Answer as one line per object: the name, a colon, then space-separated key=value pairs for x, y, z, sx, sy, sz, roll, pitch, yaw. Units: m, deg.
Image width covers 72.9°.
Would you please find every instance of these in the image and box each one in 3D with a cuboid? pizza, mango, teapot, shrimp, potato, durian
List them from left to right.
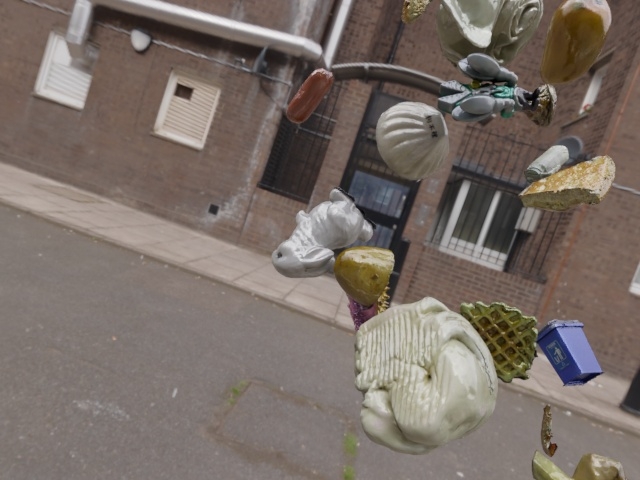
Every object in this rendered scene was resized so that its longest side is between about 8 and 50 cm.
potato: x=0.120 y=0.100 z=1.412 sx=0.158 sy=0.203 sz=0.178 roll=19 pitch=34 yaw=-17
durian: x=0.189 y=0.223 z=1.540 sx=0.112 sy=0.340 sz=0.191 roll=12 pitch=-35 yaw=-35
shrimp: x=0.589 y=0.489 z=1.115 sx=0.025 sy=0.126 sz=0.091 roll=2 pitch=-5 yaw=12
teapot: x=0.916 y=-0.300 z=1.730 sx=0.107 sy=0.201 sz=0.077 roll=20 pitch=-39 yaw=56
mango: x=0.896 y=-0.704 z=1.542 sx=0.173 sy=0.317 sz=0.211 roll=-12 pitch=45 yaw=-16
pizza: x=0.604 y=-0.124 z=1.029 sx=0.188 sy=0.204 sz=0.080 roll=-5 pitch=-63 yaw=56

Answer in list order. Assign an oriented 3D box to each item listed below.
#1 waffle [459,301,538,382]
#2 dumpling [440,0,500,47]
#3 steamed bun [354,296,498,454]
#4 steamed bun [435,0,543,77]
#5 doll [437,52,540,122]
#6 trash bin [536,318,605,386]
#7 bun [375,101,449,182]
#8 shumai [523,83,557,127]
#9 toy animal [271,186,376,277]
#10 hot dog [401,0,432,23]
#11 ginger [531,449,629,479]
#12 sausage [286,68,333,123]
waffle: x=0.618 y=0.361 z=1.554 sx=0.298 sy=0.316 sz=0.073 roll=6 pitch=16 yaw=21
dumpling: x=0.313 y=-0.553 z=0.966 sx=0.180 sy=0.251 sz=0.132 roll=-2 pitch=-2 yaw=-36
steamed bun: x=0.245 y=0.331 z=1.034 sx=0.247 sy=0.352 sz=0.338 roll=37 pitch=39 yaw=-31
steamed bun: x=0.520 y=-0.630 z=1.276 sx=0.219 sy=0.310 sz=0.324 roll=55 pitch=4 yaw=33
doll: x=0.457 y=-0.419 z=1.195 sx=0.259 sy=0.194 sz=0.153 roll=-17 pitch=-29 yaw=3
trash bin: x=0.994 y=0.443 z=1.724 sx=0.184 sy=0.162 sz=0.234 roll=2 pitch=48 yaw=-16
bun: x=0.323 y=-0.335 z=1.373 sx=0.264 sy=0.262 sz=0.175 roll=17 pitch=-21 yaw=-26
shumai: x=0.742 y=-0.469 z=1.499 sx=0.116 sy=0.145 sz=0.145 roll=-1 pitch=2 yaw=6
toy animal: x=0.000 y=0.000 z=1.519 sx=0.258 sy=0.357 sz=0.193 roll=34 pitch=-19 yaw=16
hot dog: x=0.358 y=-0.837 z=1.452 sx=0.073 sy=0.242 sz=0.084 roll=41 pitch=4 yaw=-24
ginger: x=0.578 y=0.716 z=0.990 sx=0.212 sy=0.412 sz=0.358 roll=15 pitch=-30 yaw=11
sausage: x=-0.034 y=-0.444 z=1.336 sx=0.077 sy=0.194 sz=0.077 roll=30 pitch=32 yaw=-20
